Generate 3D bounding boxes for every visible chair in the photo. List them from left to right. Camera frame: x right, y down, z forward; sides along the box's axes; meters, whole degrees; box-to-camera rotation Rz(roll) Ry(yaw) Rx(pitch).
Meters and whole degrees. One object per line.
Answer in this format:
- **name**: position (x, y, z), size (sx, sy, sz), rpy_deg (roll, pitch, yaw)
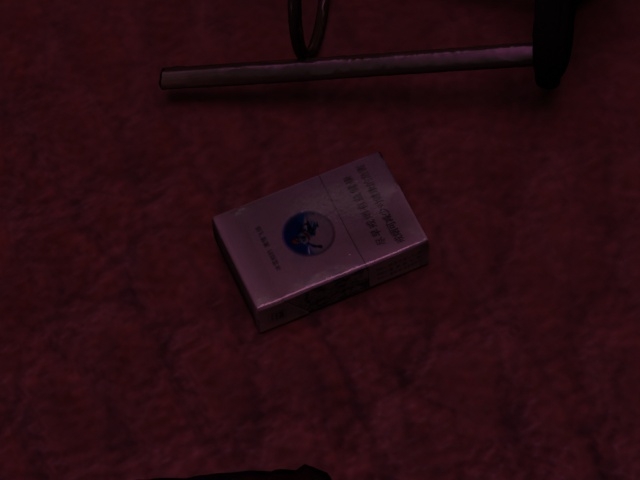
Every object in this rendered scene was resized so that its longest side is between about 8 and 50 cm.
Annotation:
- **chair**: position (0.035, -0.116, 0.818), size (0.221, 0.104, 0.095), rpy_deg (1, 86, 9)

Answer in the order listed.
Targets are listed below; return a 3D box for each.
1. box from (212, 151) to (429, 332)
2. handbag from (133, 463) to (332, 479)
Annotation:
- **box**: position (0.000, 0.000, 0.787), size (0.083, 0.024, 0.054), rpy_deg (-22, 63, -10)
- **handbag**: position (-0.074, 0.199, 0.590), size (0.181, 0.181, 0.254), rpy_deg (-4, 57, -1)
